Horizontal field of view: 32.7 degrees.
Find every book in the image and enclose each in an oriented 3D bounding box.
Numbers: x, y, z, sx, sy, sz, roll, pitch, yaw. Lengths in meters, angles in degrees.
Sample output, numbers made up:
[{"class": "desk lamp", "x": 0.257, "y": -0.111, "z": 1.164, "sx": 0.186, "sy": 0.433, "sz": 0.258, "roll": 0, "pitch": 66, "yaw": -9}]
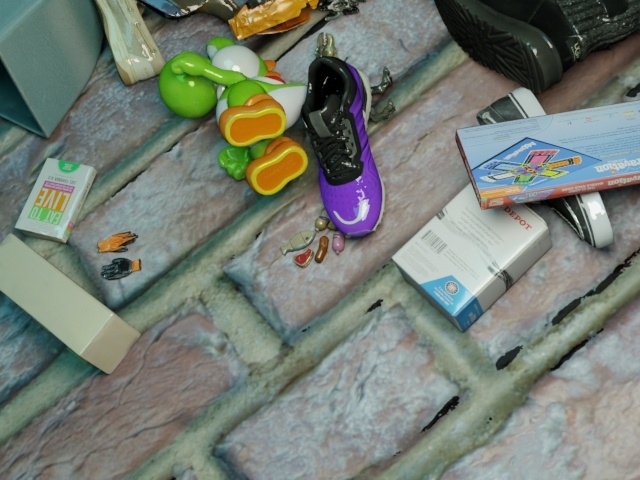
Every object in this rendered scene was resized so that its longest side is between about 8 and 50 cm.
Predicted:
[{"class": "book", "x": -0.464, "y": -0.070, "z": 1.923, "sx": 0.096, "sy": 0.035, "sz": 0.144, "roll": 11, "pitch": 68, "yaw": 20}]

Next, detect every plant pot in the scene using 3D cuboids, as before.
[{"class": "plant pot", "x": -0.543, "y": -0.388, "z": 1.986, "sx": 0.248, "sy": 0.247, "sz": 0.252, "roll": 24, "pitch": 63, "yaw": 27}]

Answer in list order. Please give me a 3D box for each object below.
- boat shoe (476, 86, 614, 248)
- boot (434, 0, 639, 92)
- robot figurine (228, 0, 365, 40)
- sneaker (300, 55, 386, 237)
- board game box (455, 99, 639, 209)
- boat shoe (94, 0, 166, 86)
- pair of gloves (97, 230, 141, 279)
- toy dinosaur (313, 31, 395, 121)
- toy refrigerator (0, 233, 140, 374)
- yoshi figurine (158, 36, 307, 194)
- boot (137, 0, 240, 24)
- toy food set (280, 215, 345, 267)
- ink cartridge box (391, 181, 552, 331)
[{"class": "boat shoe", "x": 0.323, "y": -0.099, "z": 1.606, "sx": 0.105, "sy": 0.113, "sz": 0.306, "roll": -26, "pitch": 59, "yaw": 1}, {"class": "boot", "x": 0.357, "y": -0.376, "z": 1.715, "sx": 0.260, "sy": 0.131, "sz": 0.348, "roll": -34, "pitch": 46, "yaw": -9}, {"class": "robot figurine", "x": -0.040, "y": -0.467, "z": 1.881, "sx": 0.291, "sy": 0.211, "sz": 0.085, "roll": -24, "pitch": 15, "yaw": -6}, {"class": "sneaker", "x": 0.021, "y": -0.152, "z": 1.680, "sx": 0.102, "sy": 0.146, "sz": 0.293, "roll": -14, "pitch": 72, "yaw": 20}, {"class": "board game box", "x": 0.344, "y": -0.123, "z": 1.533, "sx": 0.281, "sy": 0.027, "sz": 0.145, "roll": -9, "pitch": 47, "yaw": -3}, {"class": "boat shoe", "x": -0.358, "y": -0.434, "z": 1.988, "sx": 0.098, "sy": 0.109, "sz": 0.302, "roll": -18, "pitch": 82, "yaw": -2}, {"class": "pair of gloves", "x": -0.339, "y": 0.026, "z": 1.842, "sx": 0.074, "sy": 0.010, "sz": 0.083, "roll": -17, "pitch": 64, "yaw": 10}, {"class": "toy dinosaur", "x": 0.062, "y": -0.228, "z": 1.797, "sx": 0.118, "sy": 0.064, "sz": 0.268, "roll": -16, "pitch": 67, "yaw": 14}, {"class": "toy refrigerator", "x": -0.431, "y": 0.105, "z": 1.784, "sx": 0.269, "sy": 0.102, "sz": 0.094, "roll": 32, "pitch": 79, "yaw": 28}, {"class": "yoshi figurine", "x": -0.163, "y": -0.216, "z": 1.783, "sx": 0.203, "sy": 0.203, "sz": 0.362, "roll": -62, "pitch": 31, "yaw": 22}, {"class": "boot", "x": -0.227, "y": -0.414, "z": 1.942, "sx": 0.219, "sy": 0.082, "sz": 0.106, "roll": 38, "pitch": 85, "yaw": -2}, {"class": "toy food set", "x": 0.000, "y": 0.000, "z": 1.729, "sx": 0.122, "sy": 0.019, "sz": 0.078, "roll": -36, "pitch": 59, "yaw": 1}, {"class": "ink cartridge box", "x": 0.224, "y": 0.017, "z": 1.606, "sx": 0.191, "sy": 0.082, "sz": 0.139, "roll": -42, "pitch": 60, "yaw": -5}]
